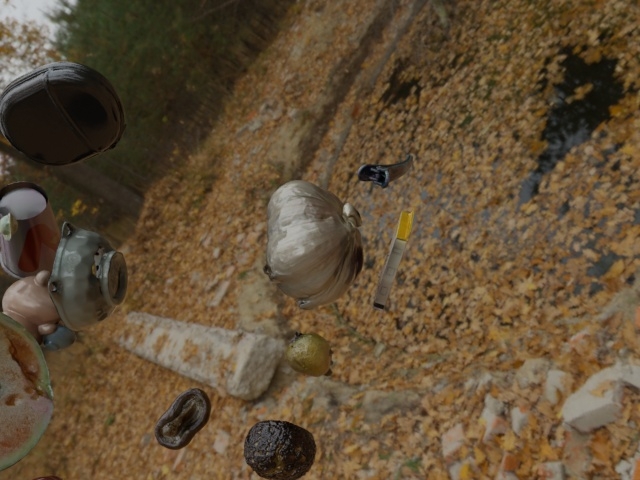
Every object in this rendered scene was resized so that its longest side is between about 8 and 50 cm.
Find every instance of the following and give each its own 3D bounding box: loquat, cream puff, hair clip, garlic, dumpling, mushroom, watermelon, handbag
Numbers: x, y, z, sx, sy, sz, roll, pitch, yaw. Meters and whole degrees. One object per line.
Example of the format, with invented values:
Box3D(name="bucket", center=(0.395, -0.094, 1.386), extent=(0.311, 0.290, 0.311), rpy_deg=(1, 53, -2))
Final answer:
Box3D(name="loquat", center=(-0.031, 0.410, 2.079), extent=(0.172, 0.204, 0.149), rpy_deg=(-27, 25, 57))
Box3D(name="cream puff", center=(-0.133, 0.680, 1.884), extent=(0.239, 0.239, 0.164), rpy_deg=(-37, 31, 46))
Box3D(name="hair clip", center=(0.192, -0.181, 1.496), extent=(0.275, 0.083, 0.048), rpy_deg=(-26, -51, -56))
Box3D(name="garlic", center=(-0.014, 0.005, 1.466), extent=(0.322, 0.241, 0.322), rpy_deg=(2, -90, -77))
Box3D(name="dumpling", center=(-0.764, -0.028, 1.436), extent=(0.077, 0.043, 0.059), rpy_deg=(-34, 62, 19))
Box3D(name="mushroom", center=(-0.467, 0.604, 1.966), extent=(0.227, 0.148, 0.217), rpy_deg=(-57, -4, -13))
Box3D(name="watermelon", center=(-0.651, 0.322, 1.165), extent=(0.188, 0.175, 0.321), rpy_deg=(-29, 50, 31))
Box3D(name="handbag", center=(-0.637, -0.303, 1.452), extent=(0.308, 0.253, 0.093), rpy_deg=(-21, 39, 11))

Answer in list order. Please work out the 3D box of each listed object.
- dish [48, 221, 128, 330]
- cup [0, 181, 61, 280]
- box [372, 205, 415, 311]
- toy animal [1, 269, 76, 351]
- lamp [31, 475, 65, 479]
Box3D(name="dish", center=(-0.596, 0.100, 1.563), extent=(0.303, 0.120, 0.303), rpy_deg=(-1, -90, -89))
Box3D(name="cup", center=(-0.856, -0.031, 1.725), extent=(0.288, 0.203, 0.203), rpy_deg=(114, 170, -53))
Box3D(name="box", center=(0.178, 0.042, 1.436), extent=(0.129, 0.033, 0.247), rpy_deg=(-67, -7, -56))
Box3D(name="toy animal", center=(-0.828, 0.226, 1.643), extent=(0.210, 0.221, 0.229), rpy_deg=(-35, 77, 55))
Box3D(name="lamp", center=(-0.383, 0.382, 0.821), extent=(0.090, 0.101, 0.101), rpy_deg=(-28, 30, 11))
